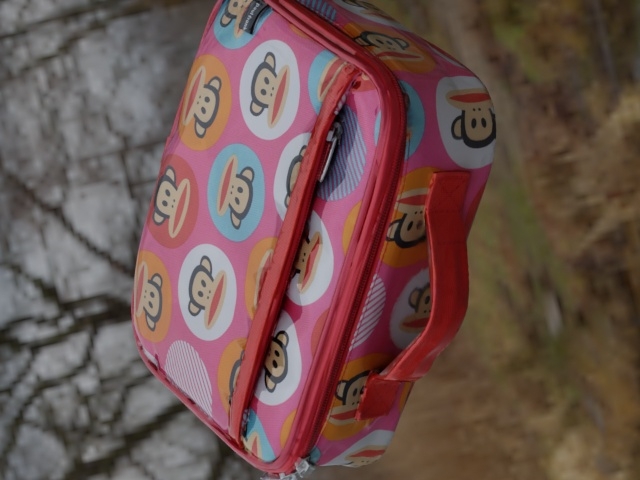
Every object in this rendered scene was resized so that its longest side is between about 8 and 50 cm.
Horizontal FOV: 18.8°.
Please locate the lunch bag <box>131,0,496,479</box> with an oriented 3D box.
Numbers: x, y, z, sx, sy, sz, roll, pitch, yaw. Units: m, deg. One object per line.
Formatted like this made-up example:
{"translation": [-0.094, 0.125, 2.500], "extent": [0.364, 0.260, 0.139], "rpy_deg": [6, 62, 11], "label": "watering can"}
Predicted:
{"translation": [0.000, 0.000, 1.247], "extent": [0.258, 0.120, 0.293], "rpy_deg": [39, 120, 45], "label": "lunch bag"}
